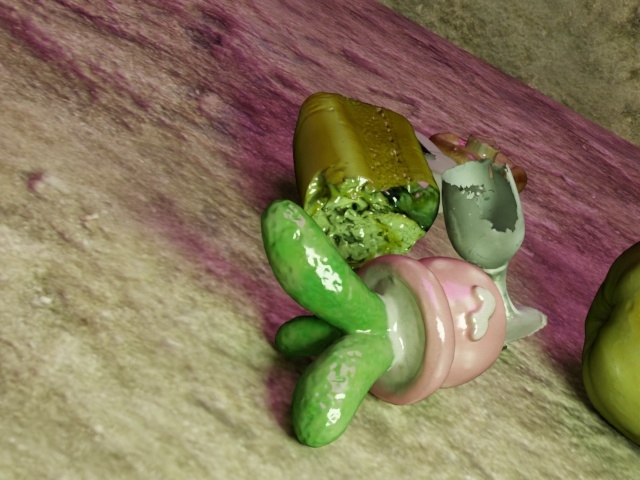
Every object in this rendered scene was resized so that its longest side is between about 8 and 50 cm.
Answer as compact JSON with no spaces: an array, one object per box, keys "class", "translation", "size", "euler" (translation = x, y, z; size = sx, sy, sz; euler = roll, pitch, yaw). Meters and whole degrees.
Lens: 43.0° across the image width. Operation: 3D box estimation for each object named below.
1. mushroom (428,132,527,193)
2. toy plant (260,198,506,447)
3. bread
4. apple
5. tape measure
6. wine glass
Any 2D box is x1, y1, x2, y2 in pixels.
[{"class":"mushroom","translation":[0.387,-0.189,2.025],"size":[0.278,0.146,0.278],"euler":[19,20,-7]},{"class":"toy plant","translation":[0.081,0.100,1.130],"size":[0.356,0.211,0.317],"euler":[-3,82,-31]},{"class":"bread","translation":[0.068,-0.113,1.469],"size":[0.251,0.208,0.376],"euler":[17,33,-19]},{"class":"apple","translation":[0.675,0.183,1.374],"size":[0.474,0.473,0.473],"euler":[23,28,-13]},{"class":"tape measure","translation":[0.172,-0.168,1.796],"size":[0.258,0.130,0.265],"euler":[5,36,-36]},{"class":"wine glass","translation":[0.291,0.022,1.391],"size":[0.143,0.321,0.143],"euler":[-16,22,7]}]
